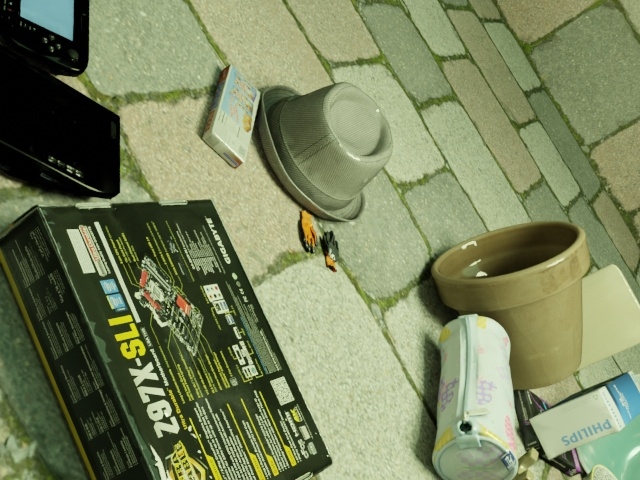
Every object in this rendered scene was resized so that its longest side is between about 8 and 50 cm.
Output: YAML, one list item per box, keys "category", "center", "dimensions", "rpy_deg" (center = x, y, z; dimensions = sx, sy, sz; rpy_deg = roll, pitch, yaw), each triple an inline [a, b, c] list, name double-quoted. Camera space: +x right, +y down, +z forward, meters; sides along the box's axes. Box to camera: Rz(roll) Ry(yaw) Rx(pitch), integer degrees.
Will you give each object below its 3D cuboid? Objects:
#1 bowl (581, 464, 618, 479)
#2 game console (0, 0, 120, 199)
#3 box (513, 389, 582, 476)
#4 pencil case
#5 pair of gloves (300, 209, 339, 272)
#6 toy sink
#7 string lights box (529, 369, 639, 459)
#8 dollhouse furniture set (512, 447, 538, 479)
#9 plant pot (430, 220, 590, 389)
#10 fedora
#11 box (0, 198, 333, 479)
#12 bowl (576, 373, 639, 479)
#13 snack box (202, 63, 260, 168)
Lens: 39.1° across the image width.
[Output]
- category: "bowl"
  center: [0.465, 0.470, 1.505]
  dimensions: [0.170, 0.080, 0.170]
  rpy_deg: [40, 32, -32]
- category: "game console"
  center: [-0.307, -0.210, 0.954]
  dimensions: [0.213, 0.044, 0.361]
  rpy_deg: [31, 38, -43]
- category: "box"
  center: [0.400, 0.338, 1.587]
  dimensions: [0.162, 0.029, 0.116]
  rpy_deg: [33, 37, -38]
- category: "pencil case"
  center: [0.222, 0.229, 1.309]
  dimensions: [0.124, 0.113, 0.273]
  rpy_deg: [56, 26, -24]
- category: "pair of gloves"
  center: [0.000, 0.000, 1.285]
  dimensions: [0.083, 0.010, 0.074]
  rpy_deg: [38, 33, -35]
- category: "toy sink"
  center: [0.509, 0.157, 1.728]
  dimensions: [0.131, 0.234, 0.153]
  rpy_deg: [-4, 65, -59]
- category: "string lights box"
  center: [0.475, 0.300, 1.571]
  dimensions: [0.259, 0.133, 0.077]
  rpy_deg: [1, 62, -60]
- category: "dollhouse furniture set"
  center: [0.388, 0.515, 1.308]
  dimensions: [0.374, 0.152, 0.201]
  rpy_deg: [40, 29, 1]
- category: "plant pot"
  center: [0.341, 0.117, 1.511]
  dimensions: [0.263, 0.263, 0.229]
  rpy_deg: [-45, 119, -62]
- category: "fedora"
  center: [0.027, -0.155, 1.362]
  dimensions: [0.244, 0.124, 0.275]
  rpy_deg: [61, 28, 4]
- category: "box"
  center: [-0.139, 0.116, 0.868]
  dimensions: [0.257, 0.079, 0.322]
  rpy_deg: [-9, 71, -59]
- category: "bowl"
  center: [0.650, 0.412, 1.687]
  dimensions: [0.311, 0.311, 0.163]
  rpy_deg: [-84, 155, -50]
- category: "snack box"
  center: [-0.121, -0.175, 1.248]
  dimensions: [0.064, 0.022, 0.178]
  rpy_deg: [42, 32, -27]
